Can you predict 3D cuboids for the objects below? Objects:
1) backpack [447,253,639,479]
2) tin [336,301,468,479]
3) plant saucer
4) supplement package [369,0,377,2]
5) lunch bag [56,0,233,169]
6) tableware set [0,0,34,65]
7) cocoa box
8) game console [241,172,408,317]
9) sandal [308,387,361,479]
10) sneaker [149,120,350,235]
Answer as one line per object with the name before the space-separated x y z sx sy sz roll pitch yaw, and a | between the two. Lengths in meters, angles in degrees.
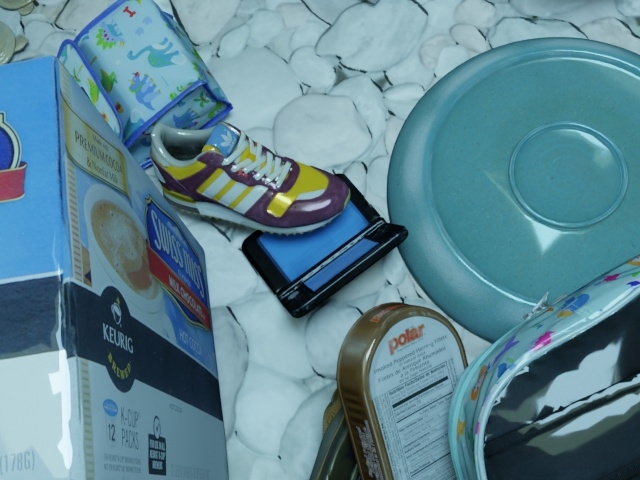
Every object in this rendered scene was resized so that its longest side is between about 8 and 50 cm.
backpack | 0.219 0.136 0.527 0.253 0.191 0.225 -31 88 -9
tin | 0.075 0.140 0.583 0.106 0.040 0.189 -21 100 -35
plant saucer | 0.218 -0.053 0.679 0.318 0.043 0.317 -2 72 5
supplement package | -0.022 -0.407 0.751 0.293 0.175 0.177 32 76 16
lunch bag | -0.186 -0.142 0.731 0.151 0.096 0.129 -35 73 9
tableware set | -0.382 -0.251 0.823 0.169 0.020 0.141 17 76 10
cocoa box | -0.214 0.074 0.523 0.231 0.347 0.228 -9 71 2
game console | 0.000 0.000 0.672 0.122 0.107 0.071 -37 100 -6
sandal | 0.038 0.154 0.621 0.090 0.060 0.219 31 82 -31
sneaker | -0.066 -0.060 0.675 0.185 0.084 0.069 7 49 14
